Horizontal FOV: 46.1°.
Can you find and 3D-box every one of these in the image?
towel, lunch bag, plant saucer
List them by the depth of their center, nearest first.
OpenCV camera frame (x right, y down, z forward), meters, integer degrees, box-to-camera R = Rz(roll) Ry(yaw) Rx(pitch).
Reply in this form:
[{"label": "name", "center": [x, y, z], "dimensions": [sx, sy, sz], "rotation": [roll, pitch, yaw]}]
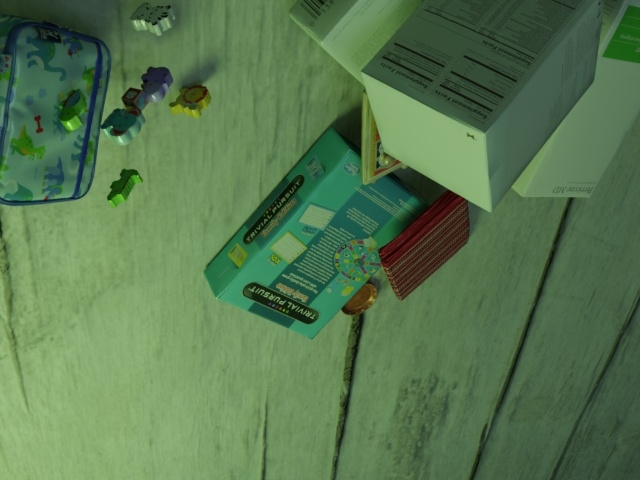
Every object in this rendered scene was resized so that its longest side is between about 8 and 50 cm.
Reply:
[{"label": "lunch bag", "center": [-0.341, -0.154, 0.908], "dimensions": [0.176, 0.090, 0.219], "rotation": [-6, 110, -66]}, {"label": "towel", "center": [0.199, 0.010, 1.403], "dimensions": [0.199, 0.031, 0.275], "rotation": [-40, 158, -4]}, {"label": "plant saucer", "center": [0.074, 0.115, 1.504], "dimensions": [0.083, 0.013, 0.083], "rotation": [-16, 134, -18]}]

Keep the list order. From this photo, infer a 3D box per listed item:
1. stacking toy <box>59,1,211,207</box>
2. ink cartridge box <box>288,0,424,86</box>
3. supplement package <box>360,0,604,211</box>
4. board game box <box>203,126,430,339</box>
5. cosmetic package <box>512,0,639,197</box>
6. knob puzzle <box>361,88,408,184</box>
[{"label": "stacking toy", "center": [-0.230, -0.172, 0.965], "dimensions": [0.221, 0.052, 0.167], "rotation": [-61, 154, -27]}, {"label": "ink cartridge box", "center": [0.169, -0.352, 1.141], "dimensions": [0.308, 0.091, 0.385], "rotation": [-46, 151, 11]}, {"label": "supplement package", "center": [0.225, -0.225, 1.033], "dimensions": [0.262, 0.198, 0.199], "rotation": [-50, 152, -12]}, {"label": "board game box", "center": [0.000, 0.000, 1.316], "dimensions": [0.336, 0.079, 0.254], "rotation": [-47, 135, 13]}, {"label": "cosmetic package", "center": [0.445, -0.264, 1.300], "dimensions": [0.197, 0.155, 0.365], "rotation": [-3, 127, -32]}, {"label": "knob puzzle", "center": [0.145, -0.190, 1.180], "dimensions": [0.213, 0.030, 0.213], "rotation": [-29, 138, -30]}]
